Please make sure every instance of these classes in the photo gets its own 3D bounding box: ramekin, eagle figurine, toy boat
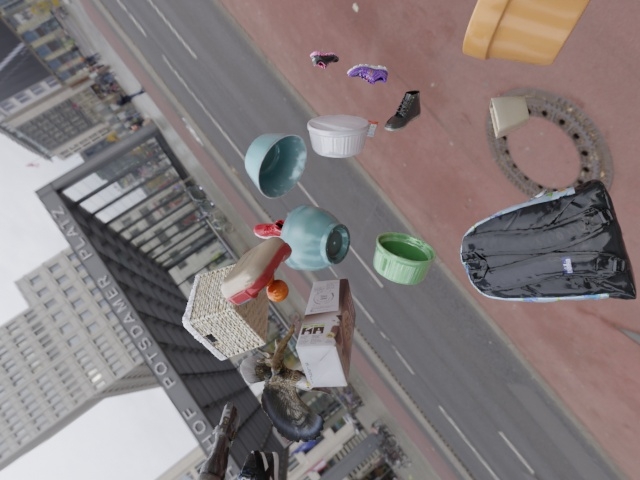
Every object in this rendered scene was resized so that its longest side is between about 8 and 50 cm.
[{"bbox_3d":[0.078,-0.461,1.879,0.273,0.273,0.127,40,139,48],"label":"ramekin"},{"bbox_3d":[0.411,0.091,2.134,0.303,0.304,0.148,42,128,44],"label":"ramekin"},{"bbox_3d":[-0.092,0.466,1.359,0.225,0.226,0.298,30,146,54],"label":"eagle figurine"},{"bbox_3d":[-0.142,0.098,1.114,0.151,0.231,0.151,-29,109,34],"label":"toy boat"}]

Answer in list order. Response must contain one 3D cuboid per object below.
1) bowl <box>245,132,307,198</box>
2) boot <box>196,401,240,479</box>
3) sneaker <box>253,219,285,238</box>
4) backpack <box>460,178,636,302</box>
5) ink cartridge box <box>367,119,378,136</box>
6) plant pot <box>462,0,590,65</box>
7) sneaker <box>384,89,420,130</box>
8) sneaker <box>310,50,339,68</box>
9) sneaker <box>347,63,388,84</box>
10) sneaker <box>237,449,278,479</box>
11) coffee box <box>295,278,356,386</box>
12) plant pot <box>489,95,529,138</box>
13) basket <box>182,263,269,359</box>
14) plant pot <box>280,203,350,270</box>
[{"bbox_3d":[-0.223,-0.365,1.943,0.163,0.311,0.311,32,158,29],"label":"bowl"},{"bbox_3d":[-0.277,0.611,1.204,0.091,0.229,0.262,13,132,-1],"label":"boot"},{"bbox_3d":[-0.221,-0.065,1.981,0.221,0.087,0.128,4,154,13],"label":"sneaker"},{"bbox_3d":[0.548,0.029,1.088,0.273,0.356,0.290,-13,-95,-65],"label":"backpack"},{"bbox_3d":[0.245,-0.561,2.085,0.063,0.115,0.029,12,146,12],"label":"ink cartridge box"},{"bbox_3d":[0.492,-0.538,0.974,0.204,0.290,0.291,32,162,15],"label":"plant pot"},{"bbox_3d":[0.350,-0.560,1.824,0.083,0.222,0.118,27,142,35],"label":"sneaker"},{"bbox_3d":[0.017,-0.645,1.530,0.047,0.119,0.057,-12,89,58],"label":"sneaker"},{"bbox_3d":[0.191,-0.658,1.687,0.068,0.170,0.071,-178,87,-79],"label":"sneaker"},{"bbox_3d":[-0.187,0.734,1.256,0.216,0.121,0.079,-104,31,-58],"label":"sneaker"},{"bbox_3d":[0.028,0.273,1.298,0.297,0.119,0.168,-75,-26,-56],"label":"coffee box"},{"bbox_3d":[0.598,-0.397,1.340,0.109,0.096,0.108,-2,-99,-70],"label":"plant pot"},{"bbox_3d":[-0.438,0.339,2.050,0.331,0.267,0.328,-91,-24,-49],"label":"basket"},{"bbox_3d":[0.000,0.000,1.793,0.196,0.293,0.293,11,142,38],"label":"plant pot"}]
